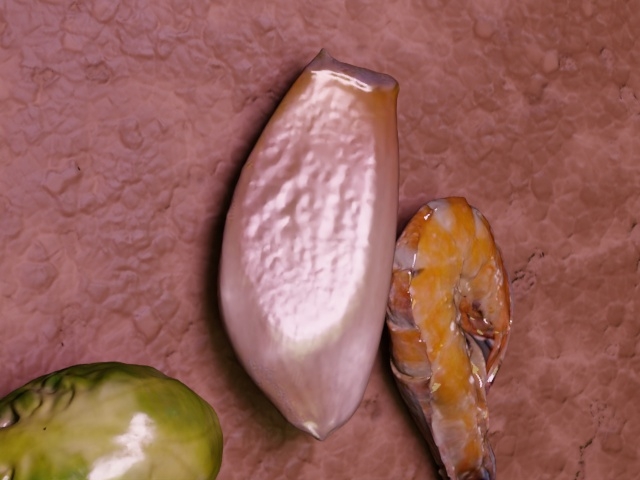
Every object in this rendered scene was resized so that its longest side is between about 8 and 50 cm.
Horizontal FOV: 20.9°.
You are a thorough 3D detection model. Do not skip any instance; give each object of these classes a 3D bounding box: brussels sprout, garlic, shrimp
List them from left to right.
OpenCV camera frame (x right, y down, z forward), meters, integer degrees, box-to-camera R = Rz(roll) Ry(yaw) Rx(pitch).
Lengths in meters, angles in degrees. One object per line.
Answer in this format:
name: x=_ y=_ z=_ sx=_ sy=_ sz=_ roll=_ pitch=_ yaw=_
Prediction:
brussels sprout: x=-0.179 y=0.176 z=1.331 sx=0.223 sy=0.223 sz=0.161 roll=-23 pitch=89 yaw=-21
garlic: x=-0.009 y=0.000 z=1.443 sx=0.143 sy=0.112 sz=0.318 roll=9 pitch=92 yaw=-3
shrimp: x=0.129 y=0.108 z=1.539 sx=0.164 sy=0.062 sz=0.317 roll=-30 pitch=116 yaw=-39
